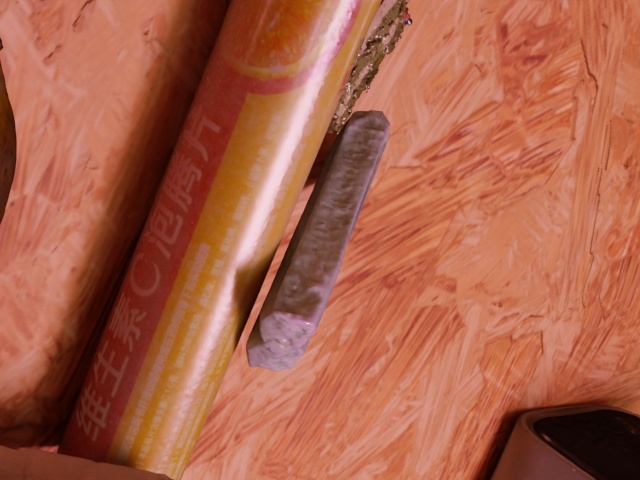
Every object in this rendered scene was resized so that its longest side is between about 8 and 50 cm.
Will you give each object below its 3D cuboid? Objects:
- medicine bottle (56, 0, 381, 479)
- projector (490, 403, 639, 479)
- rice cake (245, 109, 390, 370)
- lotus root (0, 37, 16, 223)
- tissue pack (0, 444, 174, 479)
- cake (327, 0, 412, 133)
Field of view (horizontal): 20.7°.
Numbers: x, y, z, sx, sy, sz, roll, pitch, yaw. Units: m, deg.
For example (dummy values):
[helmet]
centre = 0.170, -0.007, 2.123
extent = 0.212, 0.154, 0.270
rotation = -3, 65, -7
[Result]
[medicine bottle]
centre = -0.068, -0.012, 1.186
extent = 0.108, 0.108, 0.426
rotation = 0, 118, -52
[projector]
centre = 0.295, 0.336, 1.810
extent = 0.249, 0.248, 0.249
rotation = -1, 118, -51
[rice cake]
centre = 0.000, 0.000, 1.246
extent = 0.085, 0.040, 0.226
rotation = 114, -1, -45
[lotus root]
centre = -0.256, -0.016, 0.914
extent = 0.260, 0.149, 0.267
rotation = -53, 150, -5
[tissue pack]
centre = -0.210, 0.278, 1.176
extent = 0.209, 0.137, 0.269
rotation = 10, 113, -15
[cake]
centre = 0.031, -0.135, 1.260
extent = 0.140, 0.055, 0.051
rotation = -43, 138, -23
